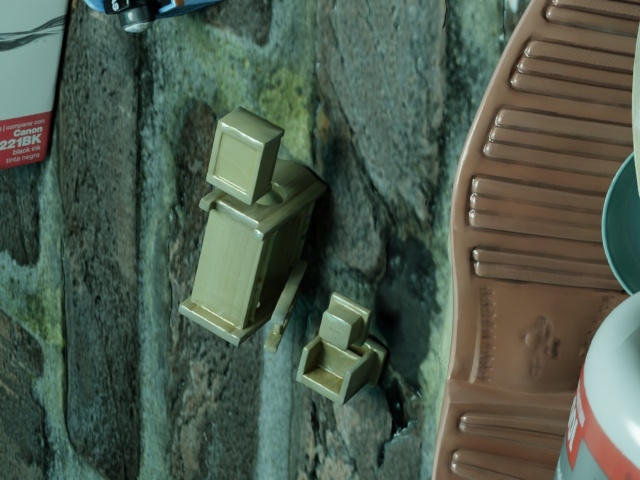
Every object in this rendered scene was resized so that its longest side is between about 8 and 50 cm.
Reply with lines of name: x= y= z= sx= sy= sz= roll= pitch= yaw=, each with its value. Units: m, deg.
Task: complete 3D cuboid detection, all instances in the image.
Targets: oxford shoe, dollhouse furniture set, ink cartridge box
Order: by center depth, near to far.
oxford shoe: x=0.135 y=0.003 z=1.159 sx=0.146 sy=0.141 sz=0.397 roll=-90 pitch=13 yaw=-76
dollhouse furniture set: x=0.000 y=0.000 z=1.435 sx=0.161 sy=0.101 sz=0.182 roll=29 pitch=128 yaw=19
ink cartridge box: x=-0.333 y=-0.229 z=1.806 sx=0.197 sy=0.114 sz=0.272 roll=49 pitch=139 yaw=38

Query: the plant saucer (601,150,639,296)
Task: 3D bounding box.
plant saucer: x=0.215 y=-0.012 z=1.069 sx=0.021 sy=0.119 sz=0.119 roll=-90 pitch=-4 yaw=-75

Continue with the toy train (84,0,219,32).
toy train: x=-0.146 y=-0.258 z=1.518 sx=0.080 sy=0.105 sz=0.184 roll=-13 pitch=91 yaw=49

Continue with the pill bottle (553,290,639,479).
pill bottle: x=0.212 y=0.218 z=1.046 sx=0.210 sy=0.210 sz=0.363 roll=42 pitch=134 yaw=41

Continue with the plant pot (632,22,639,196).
plant pot: x=0.314 y=-0.050 z=0.794 sx=0.274 sy=0.256 sz=0.256 roll=-7 pitch=96 yaw=43
